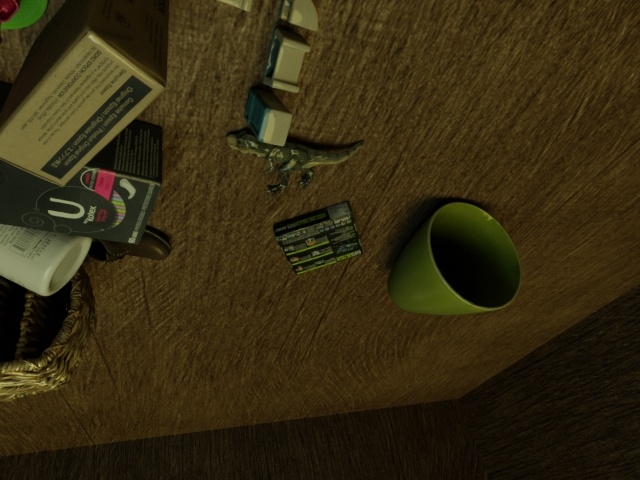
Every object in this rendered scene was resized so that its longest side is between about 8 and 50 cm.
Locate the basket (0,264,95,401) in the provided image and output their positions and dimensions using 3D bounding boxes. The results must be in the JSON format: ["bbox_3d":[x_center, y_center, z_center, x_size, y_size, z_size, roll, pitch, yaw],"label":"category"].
[{"bbox_3d":[-0.567,0.118,0.785,0.214,0.299,0.223,-8,144,-9],"label":"basket"}]

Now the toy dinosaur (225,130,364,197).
[{"bbox_3d":[-0.048,-0.147,0.818,0.268,0.064,0.118,-1,136,-23],"label":"toy dinosaur"}]

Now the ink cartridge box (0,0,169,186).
[{"bbox_3d":[-0.274,-0.211,0.501,0.193,0.234,0.088,-32,140,24],"label":"ink cartridge box"}]

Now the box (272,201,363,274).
[{"bbox_3d":[0.000,0.000,1.043,0.191,0.045,0.184,-18,146,4],"label":"box"}]

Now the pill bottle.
[{"bbox_3d":[-0.529,-0.015,0.711,0.229,0.131,0.131,31,130,-10],"label":"pill bottle"}]

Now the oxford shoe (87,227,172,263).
[{"bbox_3d":[-0.419,0.013,0.873,0.227,0.096,0.083,18,132,-39],"label":"oxford shoe"}]

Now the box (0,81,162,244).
[{"bbox_3d":[-0.406,-0.113,0.665,0.270,0.143,0.165,11,137,-30],"label":"box"}]

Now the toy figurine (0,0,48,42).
[{"bbox_3d":[-0.399,-0.269,0.445,0.130,0.159,0.173,-30,141,20],"label":"toy figurine"}]

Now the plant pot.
[{"bbox_3d":[0.309,0.086,1.114,0.275,0.274,0.293,4,155,-24],"label":"plant pot"}]

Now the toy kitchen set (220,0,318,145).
[{"bbox_3d":[-0.117,-0.269,0.612,0.166,0.122,0.207,6,119,-25],"label":"toy kitchen set"}]
